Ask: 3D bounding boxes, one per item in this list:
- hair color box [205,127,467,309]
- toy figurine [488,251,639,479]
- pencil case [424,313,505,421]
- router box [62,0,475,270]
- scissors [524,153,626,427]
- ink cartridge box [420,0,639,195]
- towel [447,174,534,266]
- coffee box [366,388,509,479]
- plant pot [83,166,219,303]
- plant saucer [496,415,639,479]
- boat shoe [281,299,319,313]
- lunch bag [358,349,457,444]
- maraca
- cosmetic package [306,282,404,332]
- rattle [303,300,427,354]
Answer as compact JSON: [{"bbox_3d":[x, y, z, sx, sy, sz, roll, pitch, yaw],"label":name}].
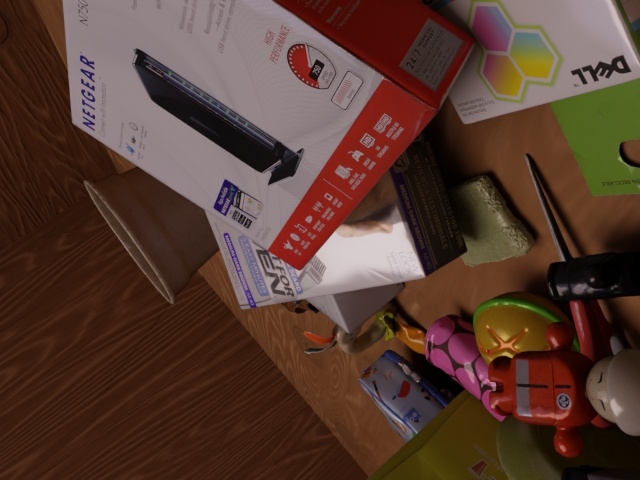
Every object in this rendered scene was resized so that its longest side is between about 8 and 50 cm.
[{"bbox_3d":[0.000,-0.028,0.825,0.338,0.110,0.185,-15,96,43],"label":"hair color box"},{"bbox_3d":[0.272,0.122,0.531,0.148,0.213,0.210,-15,115,53],"label":"toy figurine"},{"bbox_3d":[0.244,0.197,0.915,0.209,0.095,0.098,40,146,44],"label":"pencil case"},{"bbox_3d":[-0.079,-0.135,0.571,0.301,0.082,0.335,33,152,-3],"label":"router box"},{"bbox_3d":[0.273,0.051,0.663,0.021,0.109,0.297,-18,85,47],"label":"scissors"},{"bbox_3d":[0.189,-0.122,0.461,0.255,0.097,0.188,59,161,-13],"label":"ink cartridge box"},{"bbox_3d":[0.187,-0.022,0.761,0.110,0.027,0.148,55,163,-1],"label":"towel"},{"bbox_3d":[0.275,0.469,0.940,0.337,0.338,0.335,37,155,40],"label":"coffee box"},{"bbox_3d":[-0.314,-0.079,1.455,0.334,0.305,0.334,46,161,21],"label":"plant pot"},{"bbox_3d":[0.308,0.233,0.660,0.241,0.240,0.037,35,124,45],"label":"plant saucer"},{"bbox_3d":[-0.023,0.114,1.399,0.104,0.110,0.307,49,162,16],"label":"boat shoe"},{"bbox_3d":[0.196,0.343,1.233,0.243,0.115,0.303,40,166,38],"label":"lunch bag"},{"bbox_3d":[0.254,0.134,0.762,0.127,0.099,0.186,2,134,43],"label":"maraca"},{"bbox_3d":[0.000,0.000,1.093,0.224,0.138,0.224,34,153,49],"label":"cosmetic package"},{"bbox_3d":[0.084,0.189,1.125,0.143,0.199,0.130,55,128,21],"label":"rattle"}]
